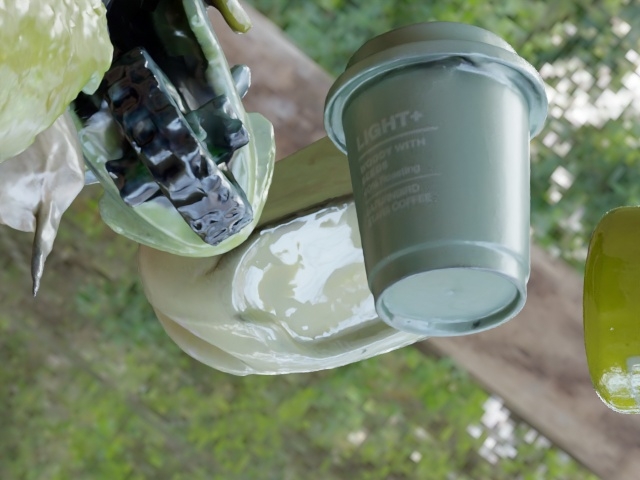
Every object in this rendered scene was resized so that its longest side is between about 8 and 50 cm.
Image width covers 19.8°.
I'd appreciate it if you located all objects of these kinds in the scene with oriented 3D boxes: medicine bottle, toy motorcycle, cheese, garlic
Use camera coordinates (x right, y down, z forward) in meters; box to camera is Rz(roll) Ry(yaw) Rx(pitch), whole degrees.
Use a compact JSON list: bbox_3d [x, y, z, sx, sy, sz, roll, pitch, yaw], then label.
[{"bbox_3d":[0.263,0.039,1.028,0.212,0.122,0.122,-1,-145,22],"label":"medicine bottle"},{"bbox_3d":[-0.142,-0.149,1.202,0.169,0.410,0.237,-27,156,-4],"label":"toy motorcycle"},{"bbox_3d":[0.000,0.000,1.350,0.266,0.127,0.233,-21,-160,-13],"label":"cheese"},{"bbox_3d":[-0.201,-0.049,1.030,0.128,0.198,0.090,-52,159,-33],"label":"garlic"}]

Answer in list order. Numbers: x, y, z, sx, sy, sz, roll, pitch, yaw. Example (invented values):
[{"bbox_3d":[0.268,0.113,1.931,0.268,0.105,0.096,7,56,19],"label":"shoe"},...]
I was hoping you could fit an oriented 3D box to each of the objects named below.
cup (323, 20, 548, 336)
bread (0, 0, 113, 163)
[{"bbox_3d":[0.063,-0.029,0.951,0.120,0.120,0.141,-45,-141,46],"label":"cup"},{"bbox_3d":[-0.248,-0.117,0.772,0.208,0.251,0.376,-15,180,24],"label":"bread"}]
